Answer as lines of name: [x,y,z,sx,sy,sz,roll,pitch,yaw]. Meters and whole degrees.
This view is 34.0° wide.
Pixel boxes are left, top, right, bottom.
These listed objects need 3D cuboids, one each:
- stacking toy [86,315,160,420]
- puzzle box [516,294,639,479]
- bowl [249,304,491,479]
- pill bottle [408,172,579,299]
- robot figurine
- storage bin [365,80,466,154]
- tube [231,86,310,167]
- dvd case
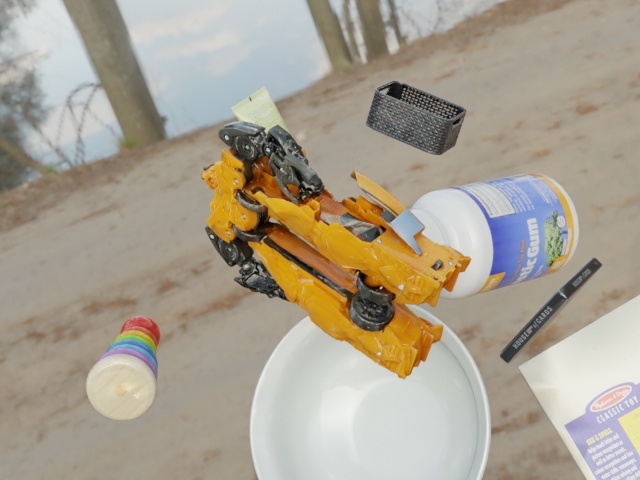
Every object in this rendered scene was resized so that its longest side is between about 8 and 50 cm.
stacking toy: [-0.393,0.243,2.203,0.141,0.141,0.330,-18,18,5]
puzzle box: [0.518,0.190,1.469,0.408,0.272,0.052,-31,-10,5]
bowl: [0.075,0.223,1.239,0.297,0.298,0.134,-10,-18,23]
pill bottle: [0.212,-0.002,1.441,0.272,0.152,0.152,-12,15,-35]
robot figurine: [0.000,0.000,1.045,0.291,0.211,0.085,36,47,21]
storage bin: [0.201,-0.259,2.204,0.180,0.084,0.122,26,28,18]
tube: [-0.064,-0.144,1.808,0.062,0.240,0.070,-29,13,6]
dvd case: [0.436,0.129,1.973,0.179,0.029,0.238,-54,-15,30]
